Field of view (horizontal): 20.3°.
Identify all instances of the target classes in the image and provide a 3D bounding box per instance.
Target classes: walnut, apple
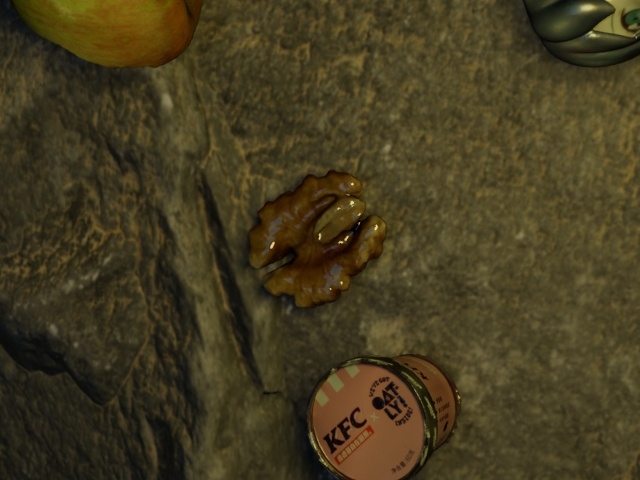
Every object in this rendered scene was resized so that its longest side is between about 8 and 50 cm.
[{"bbox_3d":[0.000,0.000,2.078,0.170,0.069,0.143,-33,81,22],"label":"walnut"},{"bbox_3d":[-0.248,-0.319,2.054,0.226,0.246,0.246,10,100,9],"label":"apple"}]

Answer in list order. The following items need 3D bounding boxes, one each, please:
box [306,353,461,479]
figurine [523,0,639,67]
[{"bbox_3d":[0.080,0.199,2.030,0.151,0.135,0.151,3,97,27],"label":"box"},{"bbox_3d":[0.336,-0.282,1.832,0.265,0.197,0.175,-16,88,5],"label":"figurine"}]
